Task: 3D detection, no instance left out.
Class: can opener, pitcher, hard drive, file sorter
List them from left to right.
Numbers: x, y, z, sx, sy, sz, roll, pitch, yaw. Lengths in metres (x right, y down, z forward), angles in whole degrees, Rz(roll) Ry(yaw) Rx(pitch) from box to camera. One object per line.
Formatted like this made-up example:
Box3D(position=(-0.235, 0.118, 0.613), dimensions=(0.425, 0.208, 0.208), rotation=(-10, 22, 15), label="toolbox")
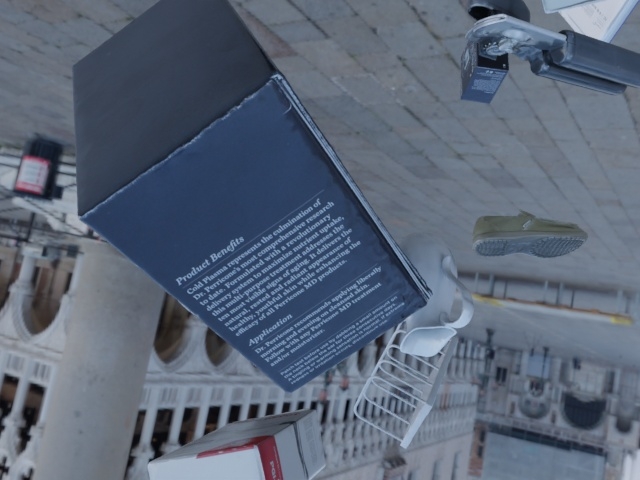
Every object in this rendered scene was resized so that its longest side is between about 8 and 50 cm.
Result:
Box3D(position=(0.235, 0.375, 1.688), dimensions=(0.173, 0.193, 0.278), rotation=(28, -142, 11), label="file sorter")
Box3D(position=(0.204, 0.082, 1.108), dimensions=(0.125, 0.207, 0.177), rotation=(17, 144, -26), label="pitcher")
Box3D(position=(0.314, -0.265, 0.802), dimensions=(0.283, 0.095, 0.076), rotation=(6, 174, -25), label="can opener")
Box3D(position=(0.804, -0.716, 1.711), dimensions=(0.040, 0.210, 0.319), rotation=(-15, 152, -20), label="hard drive")

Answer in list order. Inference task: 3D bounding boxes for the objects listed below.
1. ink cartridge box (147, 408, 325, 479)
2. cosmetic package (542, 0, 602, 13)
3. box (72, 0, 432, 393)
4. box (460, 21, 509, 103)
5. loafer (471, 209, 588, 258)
Box3D(position=(-0.064, 0.190, 0.521), dimensions=(0.099, 0.056, 0.135), rotation=(-15, 172, 18), label="ink cartridge box")
Box3D(position=(0.279, -0.411, 0.651), dimensions=(0.129, 0.297, 0.153), rotation=(-9, 148, 21), label="cosmetic package")
Box3D(position=(-0.120, -0.100, 0.992), dimensions=(0.472, 0.297, 0.480), rotation=(53, -175, -40), label="box")
Box3D(position=(0.459, -0.497, 1.726), dimensions=(0.093, 0.156, 0.158), rotation=(6, 158, -1), label="box")
Box3D(position=(0.468, -0.021, 1.379), dimensions=(0.268, 0.092, 0.102), rotation=(1, 149, -9), label="loafer")
